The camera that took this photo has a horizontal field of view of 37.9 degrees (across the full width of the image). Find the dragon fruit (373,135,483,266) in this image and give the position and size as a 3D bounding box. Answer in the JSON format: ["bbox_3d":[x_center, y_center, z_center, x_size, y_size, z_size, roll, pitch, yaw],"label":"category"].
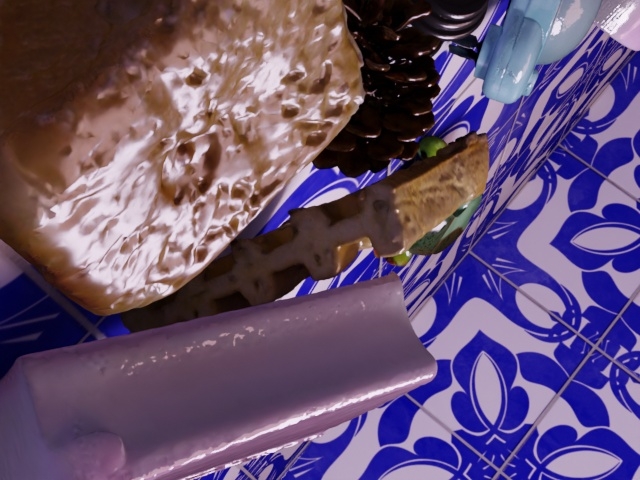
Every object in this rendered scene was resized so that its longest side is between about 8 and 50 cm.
[{"bbox_3d":[0.188,-0.062,1.633,0.268,0.130,0.295,-40,163,-23],"label":"dragon fruit"}]

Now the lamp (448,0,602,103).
[{"bbox_3d":[0.302,-0.321,1.284,0.284,0.147,0.209,-49,168,-6],"label":"lamp"}]

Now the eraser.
[{"bbox_3d":[-0.115,0.151,0.833,0.359,0.122,0.272,-11,165,-38],"label":"eraser"}]

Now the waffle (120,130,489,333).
[{"bbox_3d":[-0.001,0.000,0.982,0.348,0.077,0.304,-26,-179,30],"label":"waffle"}]

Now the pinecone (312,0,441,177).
[{"bbox_3d":[0.035,-0.158,0.828,0.163,0.163,0.165,-39,154,-42],"label":"pinecone"}]

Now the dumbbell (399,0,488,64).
[{"bbox_3d":[0.101,-0.231,0.914,0.099,0.099,0.208,-47,-170,-20],"label":"dumbbell"}]

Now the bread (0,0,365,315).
[{"bbox_3d":[-0.101,-0.099,0.515,0.246,0.176,0.195,-46,153,-12],"label":"bread"}]

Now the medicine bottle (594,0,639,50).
[{"bbox_3d":[0.526,-0.469,1.430,0.302,0.241,0.241,-48,169,30],"label":"medicine bottle"}]
